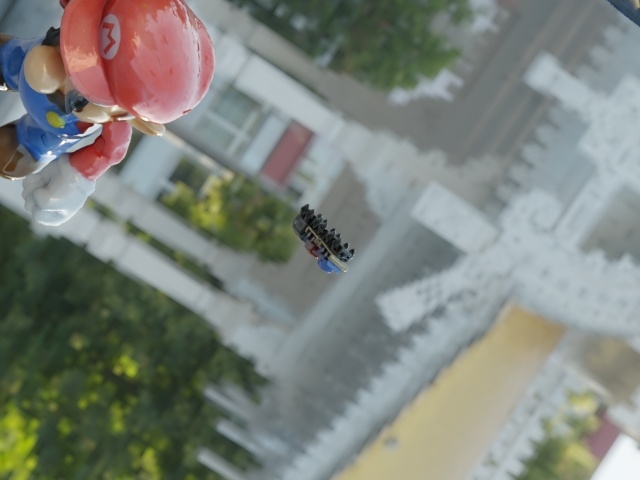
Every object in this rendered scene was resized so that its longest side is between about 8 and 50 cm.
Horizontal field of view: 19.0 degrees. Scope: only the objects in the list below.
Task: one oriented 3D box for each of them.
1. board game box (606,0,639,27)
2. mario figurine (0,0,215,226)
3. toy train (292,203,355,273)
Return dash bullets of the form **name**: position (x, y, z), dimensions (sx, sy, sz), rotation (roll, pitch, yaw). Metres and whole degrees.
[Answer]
- **board game box**: position (0.314, -0.226, 1.302), dimensions (0.243, 0.165, 0.042), rotation (-52, -161, 12)
- **mario figurine**: position (-0.222, -0.136, 1.571), dimensions (0.170, 0.198, 0.320), rotation (-54, -161, -25)
- **toy train**: position (0.000, 0.000, 1.909), dimensions (0.036, 0.027, 0.158), rotation (-50, -158, 3)
